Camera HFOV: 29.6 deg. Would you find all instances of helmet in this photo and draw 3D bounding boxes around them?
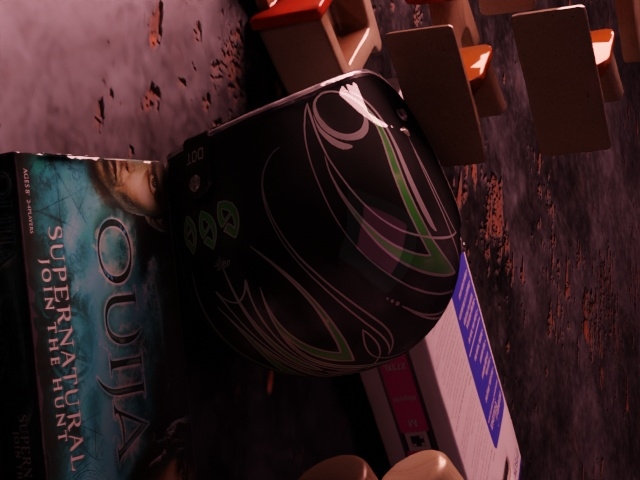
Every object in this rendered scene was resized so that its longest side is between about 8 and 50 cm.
[{"bbox_3d":[0.000,0.000,0.698,0.169,0.169,0.161,-28,96,-62],"label":"helmet"}]

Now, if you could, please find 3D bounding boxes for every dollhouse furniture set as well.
[{"bbox_3d":[0.084,-0.175,0.793,0.262,0.259,0.135,-64,142,-48],"label":"dollhouse furniture set"}]

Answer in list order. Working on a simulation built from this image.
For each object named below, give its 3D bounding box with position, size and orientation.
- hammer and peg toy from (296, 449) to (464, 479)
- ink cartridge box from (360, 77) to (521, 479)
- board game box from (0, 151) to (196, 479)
[{"bbox_3d":[-0.006,0.190,0.532,0.127,0.266,0.361,54,35,-15],"label":"hammer and peg toy"},{"bbox_3d":[0.082,0.076,0.936,0.175,0.069,0.370,-64,137,-60],"label":"ink cartridge box"},{"bbox_3d":[-0.112,0.051,0.609,0.126,0.026,0.186,-4,88,-63],"label":"board game box"}]
